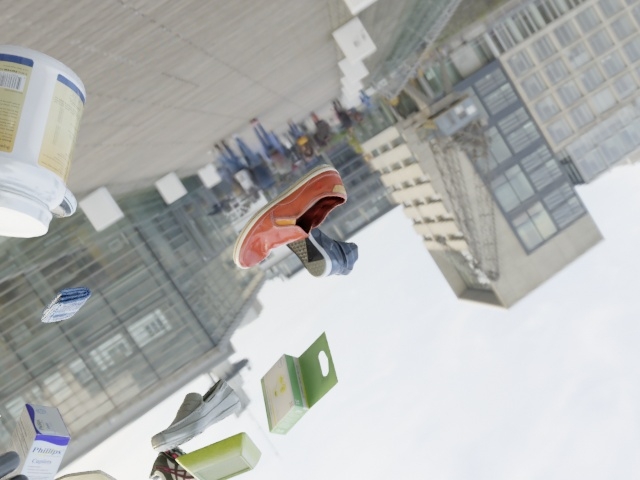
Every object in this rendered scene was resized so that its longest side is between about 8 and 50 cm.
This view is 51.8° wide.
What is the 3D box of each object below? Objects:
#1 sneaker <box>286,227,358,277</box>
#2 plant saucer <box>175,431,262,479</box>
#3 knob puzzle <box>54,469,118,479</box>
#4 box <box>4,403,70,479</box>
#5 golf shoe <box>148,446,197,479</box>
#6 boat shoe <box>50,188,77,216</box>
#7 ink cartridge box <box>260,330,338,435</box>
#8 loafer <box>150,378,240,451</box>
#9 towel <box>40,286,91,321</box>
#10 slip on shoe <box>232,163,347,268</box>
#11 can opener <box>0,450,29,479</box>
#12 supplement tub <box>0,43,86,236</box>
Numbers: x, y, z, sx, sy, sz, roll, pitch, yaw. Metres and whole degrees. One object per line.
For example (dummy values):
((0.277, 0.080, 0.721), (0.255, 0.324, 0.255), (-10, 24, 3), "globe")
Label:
((-0.001, 0.002, 1.668), (0.163, 0.226, 0.086), (-1, 140, -48), "sneaker")
((-0.255, 0.580, 1.717), (0.188, 0.045, 0.188), (-21, 144, -3), "plant saucer")
((-0.539, 0.578, 1.533), (0.213, 0.213, 0.030), (-31, -143, 20), "knob puzzle")
((-0.574, 0.422, 1.330), (0.126, 0.072, 0.137), (28, -84, 52), "box")
((-0.376, 0.690, 1.898), (0.273, 0.105, 0.120), (17, -116, 36), "golf shoe")
((-0.855, -0.136, 1.959), (0.121, 0.119, 0.335), (-8, 153, 16), "boat shoe")
((-0.059, 0.355, 1.666), (0.235, 0.056, 0.171), (-51, -146, 28), "ink cartridge box")
((-0.345, 0.471, 1.789), (0.112, 0.111, 0.319), (-33, 173, 28), "loafer")
((-0.501, 0.129, 1.299), (0.067, 0.029, 0.119), (-8, 158, -44), "towel")
((-0.075, -0.040, 1.554), (0.331, 0.101, 0.123), (-39, 150, 10), "slip on shoe")
((-0.533, 0.375, 0.875), (0.095, 0.076, 0.283), (-24, 178, 28), "can opener")
((-0.591, -0.184, 1.261), (0.228, 0.316, 0.228), (4, 161, 1), "supplement tub")
